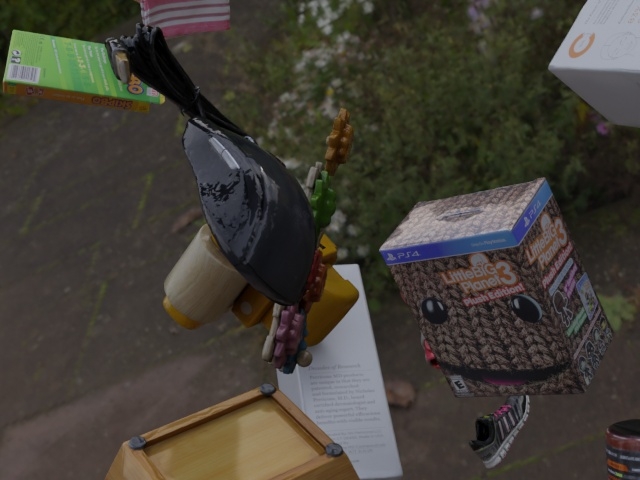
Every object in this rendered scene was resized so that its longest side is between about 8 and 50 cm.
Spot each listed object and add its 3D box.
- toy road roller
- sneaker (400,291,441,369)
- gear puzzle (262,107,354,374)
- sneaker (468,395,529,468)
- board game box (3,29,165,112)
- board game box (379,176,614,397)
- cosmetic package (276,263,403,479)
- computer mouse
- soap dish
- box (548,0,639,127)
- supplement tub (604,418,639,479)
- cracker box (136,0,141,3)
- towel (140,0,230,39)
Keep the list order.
[{"bbox_3d":[-0.083,0.074,1.743,0.202,0.240,0.329,-52,-15,29],"label":"toy road roller"},{"bbox_3d":[0.232,0.171,1.924,0.136,0.116,0.314,-38,41,-13],"label":"sneaker"},{"bbox_3d":[0.000,0.000,1.255,0.044,0.175,0.339,12,78,9],"label":"gear puzzle"},{"bbox_3d":[0.340,0.348,1.934,0.170,0.074,0.063,-57,13,-19],"label":"sneaker"},{"bbox_3d":[-0.389,-0.281,1.689,0.259,0.039,0.124,5,52,-12],"label":"board game box"},{"bbox_3d":[0.269,0.080,1.523,0.232,0.291,0.141,-11,27,41],"label":"board game box"},{"bbox_3d":[0.018,0.290,1.894,0.161,0.230,0.453,-1,51,-11],"label":"cosmetic package"},{"bbox_3d":[-0.078,-0.076,0.757,0.060,0.184,0.262,-38,36,10],"label":"computer mouse"},{"bbox_3d":[-0.116,0.321,1.369,0.290,0.118,0.229,-18,36,-31],"label":"soap dish"},{"bbox_3d":[0.532,-0.284,1.448,0.215,0.168,0.345,-58,26,-3],"label":"box"},{"bbox_3d":[0.448,0.352,1.379,0.106,0.198,0.106,-5,4,0],"label":"supplement tub"},{"bbox_3d":[-0.258,-0.527,1.688,0.232,0.067,0.156,-45,22,48],"label":"cracker box"},{"bbox_3d":[-0.212,-0.411,1.574,0.144,0.197,0.029,-14,37,-19],"label":"towel"}]
